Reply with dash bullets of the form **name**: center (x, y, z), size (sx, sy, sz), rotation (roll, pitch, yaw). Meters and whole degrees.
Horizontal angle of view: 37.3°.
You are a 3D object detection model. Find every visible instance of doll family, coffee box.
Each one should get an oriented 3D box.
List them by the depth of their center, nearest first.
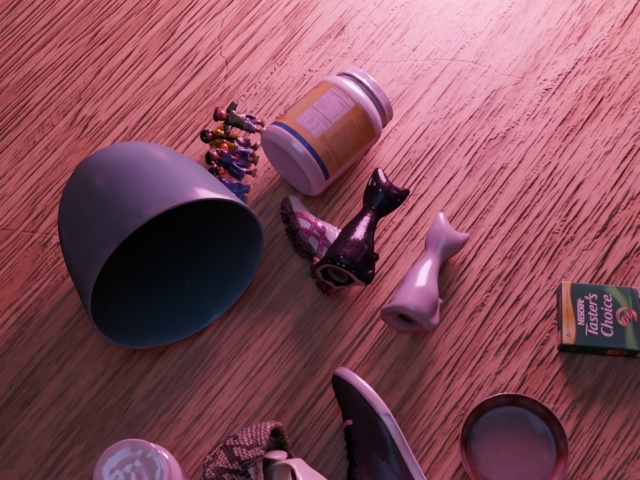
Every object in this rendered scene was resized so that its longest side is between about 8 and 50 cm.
- **coffee box**: center (0.475, 0.129, 1.529), size (0.184, 0.040, 0.113), rotation (6, 67, 3)
- **doll family**: center (-0.166, -0.146, 1.637), size (0.111, 0.076, 0.193), rotation (15, 61, -14)

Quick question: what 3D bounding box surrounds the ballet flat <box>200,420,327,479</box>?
- **ballet flat**: center (-0.009, 0.468, 1.306), size (0.182, 0.164, 0.482), rotation (-37, 65, 21)

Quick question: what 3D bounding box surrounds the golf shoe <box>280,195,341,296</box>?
- **golf shoe**: center (0.000, 0.000, 1.582), size (0.086, 0.067, 0.186), rotation (-28, 78, -19)

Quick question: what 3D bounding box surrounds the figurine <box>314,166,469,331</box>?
- **figurine**: center (0.129, 0.015, 1.536), size (0.215, 0.092, 0.209), rotation (35, 64, -12)

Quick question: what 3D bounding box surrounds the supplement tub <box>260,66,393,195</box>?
- **supplement tub**: center (0.013, -0.188, 1.618), size (0.144, 0.144, 0.200), rotation (42, 73, 17)

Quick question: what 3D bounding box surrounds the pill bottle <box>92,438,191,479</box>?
- **pill bottle**: center (-0.248, 0.353, 1.341), size (0.121, 0.221, 0.121), rotation (0, 67, 1)

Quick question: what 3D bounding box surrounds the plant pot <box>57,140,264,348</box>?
- **plant pot**: center (-0.271, -0.016, 1.481), size (0.293, 0.293, 0.235), rotation (-33, 54, -13)

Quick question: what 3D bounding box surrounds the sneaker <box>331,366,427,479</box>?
- **sneaker**: center (0.056, 0.337, 1.407), size (0.147, 0.104, 0.295), rotation (-25, 73, -15)

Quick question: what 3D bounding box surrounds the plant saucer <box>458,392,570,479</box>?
- **plant saucer**: center (0.295, 0.319, 1.455), size (0.169, 0.029, 0.168), rotation (0, 66, 0)
